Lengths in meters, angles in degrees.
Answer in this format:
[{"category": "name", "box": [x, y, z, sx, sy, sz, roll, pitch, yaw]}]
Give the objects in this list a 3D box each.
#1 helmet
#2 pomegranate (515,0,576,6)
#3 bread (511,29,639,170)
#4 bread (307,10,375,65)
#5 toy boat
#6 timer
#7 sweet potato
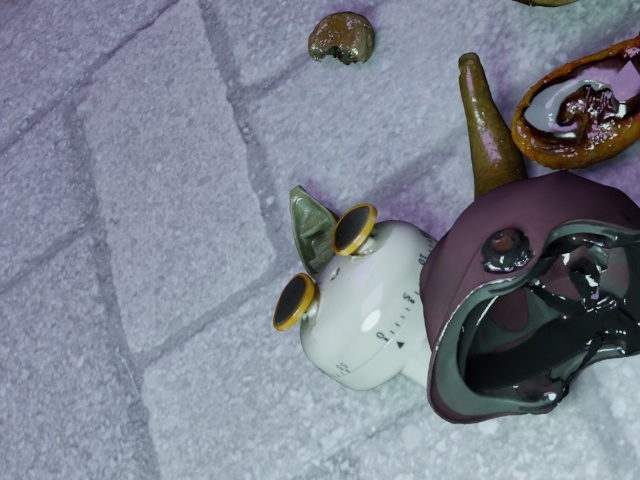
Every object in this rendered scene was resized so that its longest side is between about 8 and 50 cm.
[{"category": "helmet", "box": [0.237, 0.048, 1.383, 0.338, 0.271, 0.197, -27, 46, -4]}, {"category": "pomegranate", "box": [0.319, -0.469, 1.573, 0.322, 0.322, 0.322, -17, 59, 31]}, {"category": "bread", "box": [0.370, -0.185, 1.520, 0.268, 0.095, 0.139, -34, 75, 16]}, {"category": "bread", "box": [0.039, -0.316, 1.862, 0.113, 0.060, 0.082, 12, 77, 39]}, {"category": "toy boat", "box": [0.001, 0.001, 1.726, 0.089, 0.071, 0.185, -35, 51, 21]}, {"category": "timer", "box": [0.091, 0.096, 1.558, 0.233, 0.240, 0.233, -47, 18, 21]}, {"category": "sweet potato", "box": [0.228, -0.085, 1.566, 0.079, 0.108, 0.346, -17, 63, 38]}]
